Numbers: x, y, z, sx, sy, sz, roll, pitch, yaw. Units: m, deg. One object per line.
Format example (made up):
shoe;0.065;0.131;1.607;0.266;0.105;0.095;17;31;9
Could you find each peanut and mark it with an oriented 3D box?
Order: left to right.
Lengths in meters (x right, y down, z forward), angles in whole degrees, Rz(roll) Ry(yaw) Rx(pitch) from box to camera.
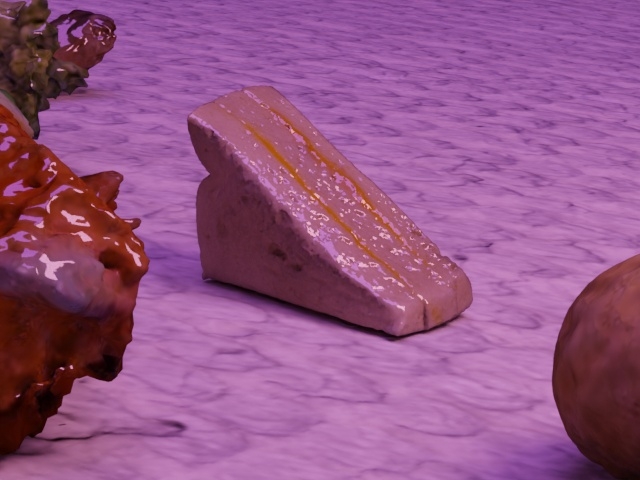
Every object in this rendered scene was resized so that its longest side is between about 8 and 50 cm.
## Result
peanut;0.168;0.054;0.666;0.159;0.109;0.140;-10;-30;38

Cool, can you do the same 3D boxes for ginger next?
ginger;-0.316;-0.154;1.448;0.290;0.084;0.122;-4;-6;-14

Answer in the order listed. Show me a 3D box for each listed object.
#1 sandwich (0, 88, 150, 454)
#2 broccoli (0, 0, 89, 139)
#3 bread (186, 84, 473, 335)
sandwich;-0.190;-0.014;0.745;0.250;0.162;0.301;-16;21;-41
broccoli;-0.321;-0.261;1.223;0.353;0.397;0.275;-1;12;15
bread;0.005;-0.018;0.915;0.152;0.105;0.077;13;24;36
